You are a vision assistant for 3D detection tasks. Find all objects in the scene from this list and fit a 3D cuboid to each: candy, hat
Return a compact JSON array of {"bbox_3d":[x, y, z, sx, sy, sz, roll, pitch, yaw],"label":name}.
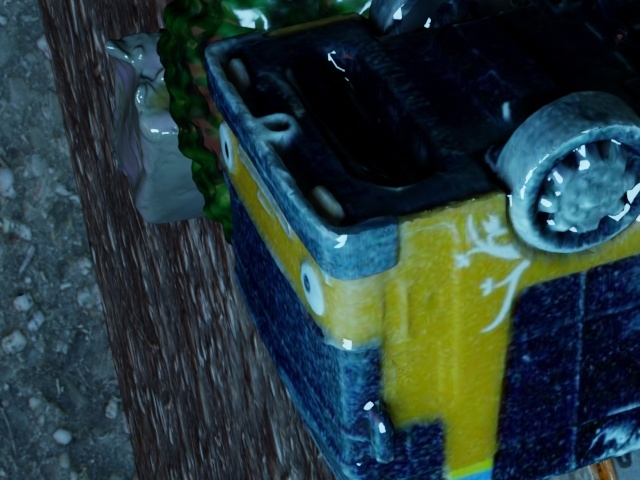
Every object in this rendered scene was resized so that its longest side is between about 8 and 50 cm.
[{"bbox_3d":[-0.115,-0.116,1.716,0.195,0.184,0.137,105,152,-59],"label":"candy"},{"bbox_3d":[0.000,-0.114,1.280,0.332,0.242,0.274,-115,28,-75],"label":"hat"}]

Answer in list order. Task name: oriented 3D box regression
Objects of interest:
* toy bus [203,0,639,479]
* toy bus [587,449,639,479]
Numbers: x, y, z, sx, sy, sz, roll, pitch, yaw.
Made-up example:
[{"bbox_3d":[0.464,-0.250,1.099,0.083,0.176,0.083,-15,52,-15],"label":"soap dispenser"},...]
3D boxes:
[{"bbox_3d":[0.128,-0.021,0.735,0.162,0.323,0.194,-123,22,-48],"label":"toy bus"},{"bbox_3d":[0.185,0.045,0.931,0.153,0.143,0.329,104,149,-77],"label":"toy bus"}]
